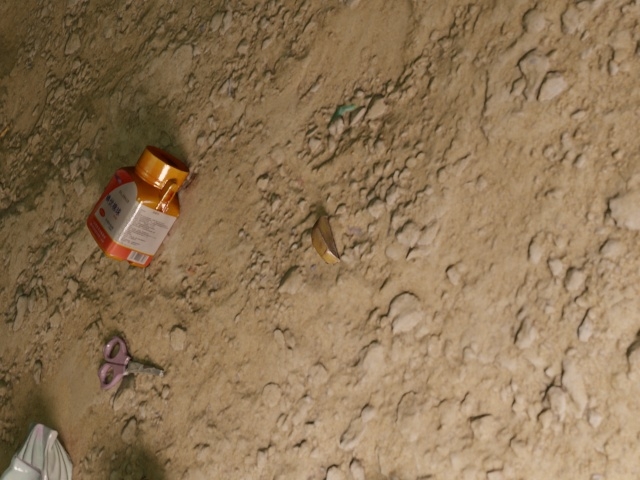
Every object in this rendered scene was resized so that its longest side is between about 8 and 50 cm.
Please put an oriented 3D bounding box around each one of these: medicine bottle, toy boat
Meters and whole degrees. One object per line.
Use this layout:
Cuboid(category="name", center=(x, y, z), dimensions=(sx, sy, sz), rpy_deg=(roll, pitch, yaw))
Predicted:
Cuboid(category="medicine bottle", center=(-0.366, -0.074, 1.886), dimensions=(0.222, 0.112, 0.149), rpy_deg=(-57, 43, 11))
Cuboid(category="toy boat", center=(-0.575, 0.516, 1.856), dimensions=(0.199, 0.100, 0.290), rpy_deg=(4, 77, 46))

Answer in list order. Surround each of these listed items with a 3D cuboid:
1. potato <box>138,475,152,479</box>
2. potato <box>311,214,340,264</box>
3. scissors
Cuboid(category="potato", center=(-0.315, 0.526, 1.569), dimensions=(0.161, 0.128, 0.235), rpy_deg=(5, 82, 51))
Cuboid(category="potato", center=(-0.001, 0.000, 1.541), dimensions=(0.037, 0.036, 0.093), rpy_deg=(-34, 52, 27))
Cuboid(category="scissors", center=(-0.375, 0.249, 1.826), dimensions=(0.212, 0.021, 0.110), rpy_deg=(2, 77, 46))
